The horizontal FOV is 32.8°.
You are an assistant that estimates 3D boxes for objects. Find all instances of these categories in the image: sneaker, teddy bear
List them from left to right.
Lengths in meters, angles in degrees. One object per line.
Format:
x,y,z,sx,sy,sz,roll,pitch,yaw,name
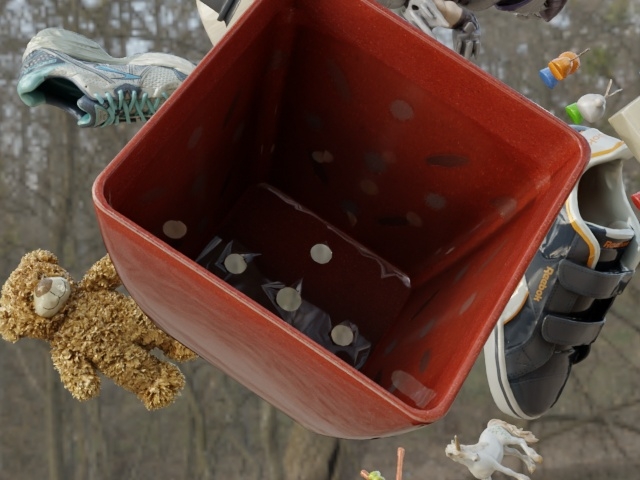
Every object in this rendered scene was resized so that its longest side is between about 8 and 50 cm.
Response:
-0.347,0.139,1.748,0.245,0.338,0.113,-45,11,-6,teddy bear
-0.279,-0.194,1.497,0.283,0.122,0.110,12,-44,-1,sneaker
0.255,0.040,1.138,0.127,0.321,0.126,9,10,43,sneaker

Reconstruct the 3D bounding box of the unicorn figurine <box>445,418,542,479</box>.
0.215,0.271,1.359,0.111,0.060,0.162,34,19,10,unicorn figurine

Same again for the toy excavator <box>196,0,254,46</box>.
-0.076,-0.391,1.627,0.222,0.445,0.433,-25,-23,15,toy excavator

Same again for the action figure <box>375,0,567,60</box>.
0.157,-0.287,1.221,0.285,0.185,0.099,-17,-15,-29,action figure

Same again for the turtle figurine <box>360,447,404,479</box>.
0.044,0.459,1.767,0.217,0.270,0.087,6,-4,14,turtle figurine

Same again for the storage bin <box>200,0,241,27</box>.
-0.104,-0.315,1.164,0.091,0.135,0.098,29,22,-10,storage bin

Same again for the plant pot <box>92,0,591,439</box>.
0.000,0.000,0.842,0.267,0.267,0.236,34,-29,3,plant pot

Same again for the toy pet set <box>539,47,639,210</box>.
0.212,-0.087,0.701,0.065,0.122,0.114,-36,-1,0,toy pet set
